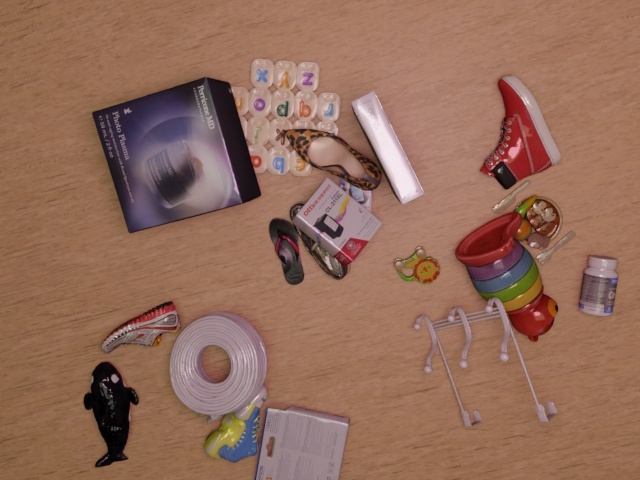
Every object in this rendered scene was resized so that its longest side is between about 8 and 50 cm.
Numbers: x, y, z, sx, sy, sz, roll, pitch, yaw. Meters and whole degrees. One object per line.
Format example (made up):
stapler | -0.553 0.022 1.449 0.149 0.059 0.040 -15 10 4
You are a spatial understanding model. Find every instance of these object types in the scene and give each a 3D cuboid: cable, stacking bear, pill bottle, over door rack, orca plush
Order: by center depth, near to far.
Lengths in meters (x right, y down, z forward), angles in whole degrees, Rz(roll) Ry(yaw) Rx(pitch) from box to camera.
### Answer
stacking bear | 0.464 0.106 1.463 0.164 0.175 0.289 -25 108 39
over door rack | 0.382 0.312 1.464 0.239 0.108 0.324 -22 97 45
pill bottle | 0.675 0.108 1.480 0.078 0.078 0.137 5 99 4
cable | -0.264 0.313 1.558 0.257 0.089 0.257 -30 77 12
orca plush | -0.579 0.477 1.626 0.151 0.102 0.287 12 99 3

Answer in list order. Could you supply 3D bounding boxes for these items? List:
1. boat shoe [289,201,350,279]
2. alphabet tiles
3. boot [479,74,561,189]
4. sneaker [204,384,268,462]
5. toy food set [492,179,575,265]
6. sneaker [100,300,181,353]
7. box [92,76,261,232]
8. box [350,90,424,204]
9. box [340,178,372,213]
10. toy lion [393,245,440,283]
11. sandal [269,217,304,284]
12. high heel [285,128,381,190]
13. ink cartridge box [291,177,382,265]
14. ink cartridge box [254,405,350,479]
boat shoe | -0.001 0.001 1.522 0.080 0.073 0.223 -33 95 8
alphabet tiles | -0.095 -0.302 1.512 0.284 0.021 0.278 5 98 4
boot | 0.436 -0.251 1.445 0.176 0.088 0.244 -28 99 10
sneaker | -0.194 0.490 1.618 0.126 0.091 0.240 38 100 -20
toy food set | 0.526 -0.043 1.490 0.132 0.038 0.192 -43 93 9
sneaker | -0.468 0.246 1.591 0.225 0.088 0.093 -25 97 8
box | -0.334 -0.202 1.456 0.294 0.183 0.296 -14 98 11
box | 0.144 -0.203 1.355 0.058 0.322 0.232 -26 96 9
box | 0.089 -0.112 1.522 0.081 0.028 0.136 2 96 4
toy lion | 0.247 0.071 1.537 0.100 0.034 0.096 -29 103 8
sandal | -0.083 0.028 1.550 0.067 0.040 0.179 -16 97 7
high heel | 0.025 -0.199 1.409 0.261 0.186 0.093 29 97 2
ink cartridge box | 0.038 -0.044 1.464 0.175 0.072 0.127 39 75 -2
ink cartridge box | -0.049 0.557 1.624 0.224 0.045 0.223 11 99 4
